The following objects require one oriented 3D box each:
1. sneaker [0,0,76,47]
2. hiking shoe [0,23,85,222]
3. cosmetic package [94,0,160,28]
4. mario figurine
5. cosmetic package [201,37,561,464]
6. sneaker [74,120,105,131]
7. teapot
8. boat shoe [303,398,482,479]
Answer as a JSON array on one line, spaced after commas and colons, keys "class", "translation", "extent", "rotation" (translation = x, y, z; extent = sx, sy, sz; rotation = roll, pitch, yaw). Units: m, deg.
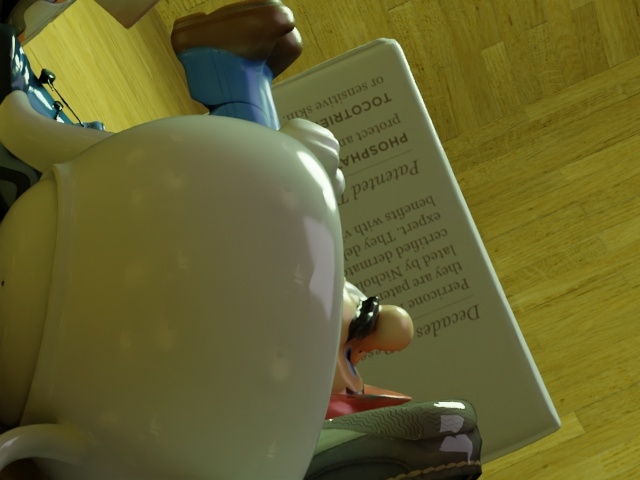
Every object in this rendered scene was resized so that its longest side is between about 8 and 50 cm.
[{"class": "sneaker", "translation": [-0.276, -0.245, 1.453], "extent": [0.083, 0.084, 0.215], "rotation": [51, 5, -26]}, {"class": "hiking shoe", "translation": [-0.153, -0.027, 1.117], "extent": [0.113, 0.132, 0.304], "rotation": [-112, 178, -71]}, {"class": "cosmetic package", "translation": [-0.239, -0.344, 1.380], "extent": [0.296, 0.129, 0.153], "rotation": [42, 14, -33]}, {"class": "mario figurine", "translation": [0.000, 0.000, 1.061], "extent": [0.198, 0.170, 0.321], "rotation": [-11, 90, -52]}, {"class": "cosmetic package", "translation": [0.006, 0.067, 1.571], "extent": [0.329, 0.327, 0.394], "rotation": [56, 11, -82]}, {"class": "sneaker", "translation": [-0.168, -0.006, 1.288], "extent": [0.069, 0.082, 0.209], "rotation": [-115, -178, -56]}, {"class": "teapot", "translation": [-0.108, 0.046, 0.854], "extent": [0.256, 0.187, 0.253], "rotation": [-176, -86, -71]}, {"class": "boat shoe", "translation": [0.013, 0.208, 0.962], "extent": [0.355, 0.132, 0.130], "rotation": [-57, -133, 53]}]
